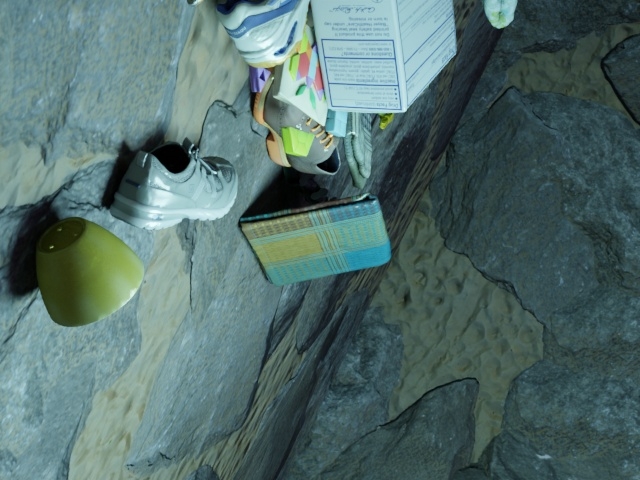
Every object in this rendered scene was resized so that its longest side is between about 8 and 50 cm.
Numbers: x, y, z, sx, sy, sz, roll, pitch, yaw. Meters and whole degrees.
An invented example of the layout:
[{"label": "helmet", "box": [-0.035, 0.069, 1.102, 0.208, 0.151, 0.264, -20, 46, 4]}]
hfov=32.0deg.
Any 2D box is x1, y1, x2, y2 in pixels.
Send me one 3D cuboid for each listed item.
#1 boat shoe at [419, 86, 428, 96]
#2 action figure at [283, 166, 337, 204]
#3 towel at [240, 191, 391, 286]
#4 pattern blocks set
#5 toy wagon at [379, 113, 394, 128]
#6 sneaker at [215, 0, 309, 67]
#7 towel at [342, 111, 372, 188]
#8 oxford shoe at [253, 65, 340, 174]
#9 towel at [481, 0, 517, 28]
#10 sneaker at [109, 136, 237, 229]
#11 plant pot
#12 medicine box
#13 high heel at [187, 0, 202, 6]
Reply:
[{"label": "boat shoe", "box": [0.185, -0.441, 2.259, 0.116, 0.096, 0.325, 12, 83, -38]}, {"label": "action figure", "box": [-0.010, -0.095, 2.290, 0.063, 0.137, 0.232, -38, 175, 0]}, {"label": "towel", "box": [0.000, 0.000, 2.231, 0.370, 0.271, 0.040, 68, 11, -69]}, {"label": "pattern blocks set", "box": [-0.024, -0.279, 1.806, 0.324, 0.026, 0.286, -6, 99, -63]}, {"label": "toy wagon", "box": [0.156, -0.406, 2.466, 0.267, 0.068, 0.344, -49, 159, -48]}, {"label": "sneaker", "box": [-0.058, -0.396, 1.594, 0.131, 0.111, 0.297, 46, 51, -47]}, {"label": "towel", "box": [0.076, -0.289, 2.129, 0.324, 0.056, 0.312, 71, 19, -75]}, {"label": "oxford shoe", "box": [-0.026, -0.221, 1.953, 0.130, 0.132, 0.364, -62, 166, -13]}, {"label": "towel", "box": [0.389, -0.717, 2.491, 0.375, 0.090, 0.321, 88, -1, -55]}, {"label": "sneaker", "box": [-0.190, -0.093, 1.613, 0.281, 0.105, 0.115, -31, 143, -66]}, {"label": "plant pot", "box": [-0.302, 0.027, 1.396, 0.134, 0.134, 0.095, -56, 136, -35]}, {"label": "medicine box", "box": [0.106, -0.394, 1.849, 0.263, 0.149, 0.289, -50, 138, -50]}, {"label": "high heel", "box": [-0.099, -0.408, 1.434, 0.186, 0.093, 0.261, 13, 92, -70]}]
